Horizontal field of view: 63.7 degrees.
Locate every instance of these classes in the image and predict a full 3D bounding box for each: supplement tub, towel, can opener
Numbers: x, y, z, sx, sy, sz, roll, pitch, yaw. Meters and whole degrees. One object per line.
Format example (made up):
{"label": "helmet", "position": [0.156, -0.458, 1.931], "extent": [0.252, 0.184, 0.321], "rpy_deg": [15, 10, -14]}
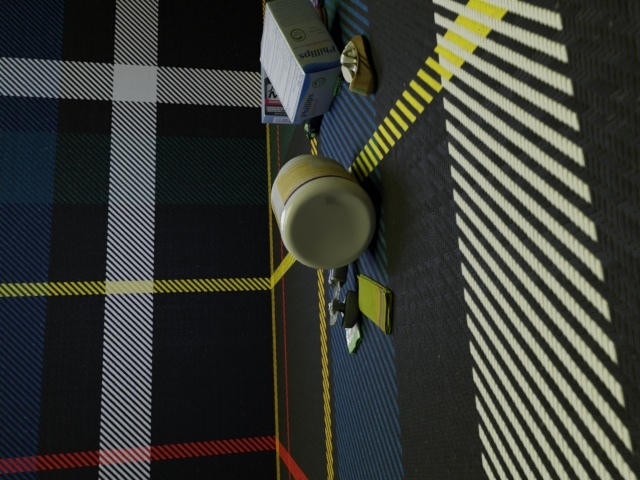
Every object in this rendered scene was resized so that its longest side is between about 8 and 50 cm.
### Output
{"label": "supplement tub", "position": [-0.005, -0.092, 1.379], "extent": [0.331, 0.240, 0.241], "rpy_deg": [-115, 27, -64]}
{"label": "towel", "position": [0.129, 0.153, 1.277], "extent": [0.237, 0.021, 0.102], "rpy_deg": [-152, 63, -77]}
{"label": "towel", "position": [0.086, 0.235, 1.482], "extent": [0.113, 0.023, 0.152], "rpy_deg": [104, 162, -52]}
{"label": "can opener", "position": [0.073, 0.109, 1.462], "extent": [0.076, 0.095, 0.284], "rpy_deg": [117, 163, -68]}

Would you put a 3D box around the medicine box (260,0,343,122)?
{"label": "medicine box", "position": [-0.070, -0.590, 1.691], "extent": [0.290, 0.149, 0.263], "rpy_deg": [63, 161, 14]}

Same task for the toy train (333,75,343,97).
{"label": "toy train", "position": [0.056, -0.485, 1.622], "extent": [0.083, 0.017, 0.024], "rpy_deg": [114, 163, -63]}

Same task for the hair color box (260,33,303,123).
{"label": "hair color box", "position": [-0.164, -0.709, 2.257], "extent": [0.113, 0.185, 0.375], "rpy_deg": [155, 114, -78]}

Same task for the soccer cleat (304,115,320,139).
{"label": "soccer cleat", "position": [-0.028, -0.433, 1.948], "extent": [0.179, 0.060, 0.073], "rpy_deg": [129, 130, -82]}

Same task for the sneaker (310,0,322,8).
{"label": "sneaker", "position": [-0.023, -0.866, 1.870], "extent": [0.178, 0.077, 0.072], "rpy_deg": [-53, 49, 35]}

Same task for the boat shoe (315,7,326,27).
{"label": "boat shoe", "position": [-0.013, -0.739, 1.814], "extent": [0.073, 0.072, 0.207], "rpy_deg": [109, 159, -64]}

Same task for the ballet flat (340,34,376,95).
{"label": "ballet flat", "position": [0.088, -0.461, 1.326], "extent": [0.080, 0.073, 0.233], "rpy_deg": [104, 162, -48]}
